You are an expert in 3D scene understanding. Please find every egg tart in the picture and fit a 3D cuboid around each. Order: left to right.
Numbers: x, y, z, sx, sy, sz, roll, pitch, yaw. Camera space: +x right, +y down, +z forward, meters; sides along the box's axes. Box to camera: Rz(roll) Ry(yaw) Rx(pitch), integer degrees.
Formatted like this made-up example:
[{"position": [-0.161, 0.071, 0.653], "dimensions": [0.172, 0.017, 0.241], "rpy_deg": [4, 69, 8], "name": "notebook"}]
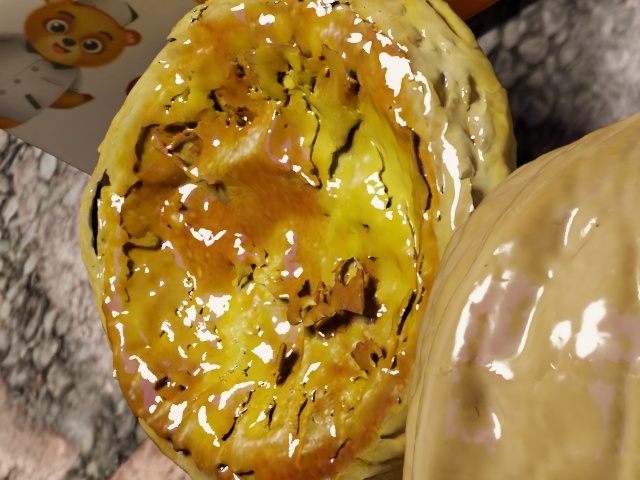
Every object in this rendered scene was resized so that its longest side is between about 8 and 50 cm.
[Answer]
[{"position": [0.000, 0.000, 0.839], "dimensions": [0.290, 0.115, 0.290], "rpy_deg": [-2, 87, 39], "name": "egg tart"}]

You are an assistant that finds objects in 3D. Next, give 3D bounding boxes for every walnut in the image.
[{"position": [0.135, 0.079, 0.634], "dimensions": [0.225, 0.225, 0.261], "rpy_deg": [5, 100, 44], "name": "walnut"}]

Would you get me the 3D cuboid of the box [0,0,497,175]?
[{"position": [-0.058, -0.183, 0.917], "dimensions": [0.341, 0.225, 0.143], "rpy_deg": [-29, 50, 32], "name": "box"}]
